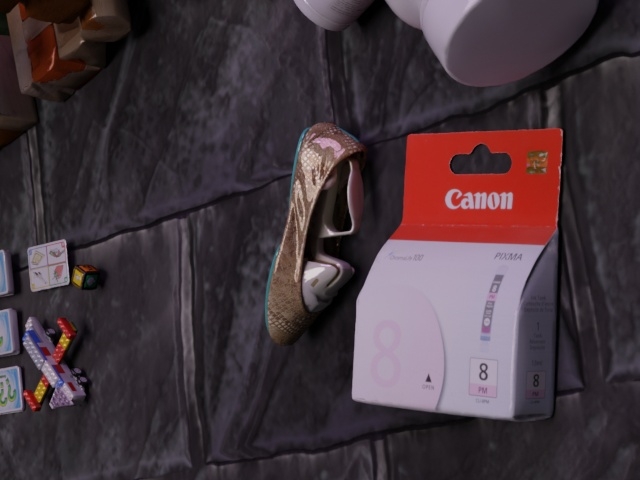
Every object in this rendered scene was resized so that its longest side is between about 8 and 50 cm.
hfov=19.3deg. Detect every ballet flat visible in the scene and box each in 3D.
[{"bbox_3d":[0.000,0.000,1.667,0.067,0.073,0.206,16,103,34],"label":"ballet flat"}]

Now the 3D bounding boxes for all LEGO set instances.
[{"bbox_3d":[-0.319,0.094,2.031,0.244,0.060,0.182,-11,83,47],"label":"LEGO set"}]

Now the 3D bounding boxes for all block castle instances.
[{"bbox_3d":[-0.427,-0.247,1.992,0.453,0.303,0.213,-31,64,42],"label":"block castle"}]

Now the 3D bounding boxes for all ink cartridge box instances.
[{"bbox_3d":[0.110,0.026,1.548,0.189,0.066,0.232,1,92,49],"label":"ink cartridge box"}]

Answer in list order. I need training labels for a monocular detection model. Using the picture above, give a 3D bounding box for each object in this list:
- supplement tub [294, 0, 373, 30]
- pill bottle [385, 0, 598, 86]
[{"bbox_3d":[0.030,-0.242,1.645,0.107,0.071,0.071,-43,57,37],"label":"supplement tub"},{"bbox_3d":[0.099,-0.269,1.501,0.160,0.160,0.283,-50,53,34],"label":"pill bottle"}]
